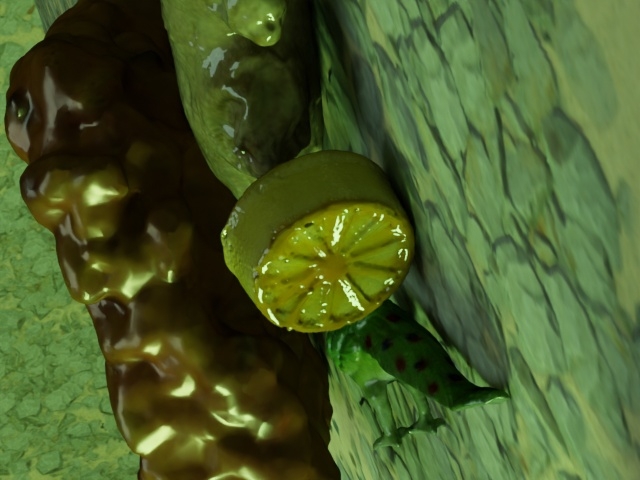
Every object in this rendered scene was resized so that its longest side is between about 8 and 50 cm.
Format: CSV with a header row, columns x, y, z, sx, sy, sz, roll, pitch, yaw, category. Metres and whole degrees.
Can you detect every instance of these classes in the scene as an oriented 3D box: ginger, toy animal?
x,y,z,sx,sy,sz,roll,pitch,yaw,category
-0.036,-0.083,0.792,0.213,0.074,0.137,91,174,-54,ginger
0.042,0.069,0.774,0.217,0.041,0.075,-145,38,-65,toy animal

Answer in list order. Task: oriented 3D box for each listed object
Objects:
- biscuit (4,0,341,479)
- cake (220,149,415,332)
x,y,z,sx,sy,sz,roll,pitch,yaw,category
-0.081,0.009,0.974,0.312,0.111,0.318,-95,-14,-74,biscuit
0.000,0.000,0.742,0.044,0.084,0.084,-124,17,-44,cake
